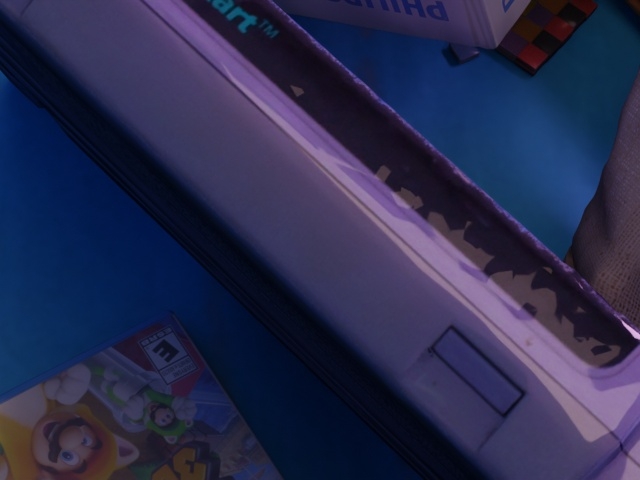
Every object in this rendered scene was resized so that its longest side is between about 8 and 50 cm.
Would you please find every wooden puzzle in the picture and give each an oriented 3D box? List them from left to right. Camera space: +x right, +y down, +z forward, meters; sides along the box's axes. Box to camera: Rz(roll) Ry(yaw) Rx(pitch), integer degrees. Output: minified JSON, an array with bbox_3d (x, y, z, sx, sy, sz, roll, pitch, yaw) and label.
[{"bbox_3d":[0.086,-0.101,0.749,0.049,0.006,0.083,37,63,13],"label":"wooden puzzle"}]

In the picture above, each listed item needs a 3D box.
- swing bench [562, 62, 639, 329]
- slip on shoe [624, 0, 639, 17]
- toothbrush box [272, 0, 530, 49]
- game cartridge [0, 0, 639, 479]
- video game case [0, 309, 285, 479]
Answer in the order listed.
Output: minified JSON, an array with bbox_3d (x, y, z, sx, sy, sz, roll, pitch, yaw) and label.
[{"bbox_3d":[0.213,-0.047,0.540,0.254,0.253,0.165,28,19,27],"label":"swing bench"},{"bbox_3d":[0.132,-0.131,0.747,0.041,0.051,0.135,-29,75,-36],"label":"slip on shoe"},{"bbox_3d":[0.038,-0.225,0.705,0.206,0.122,0.283,16,57,34],"label":"toothbrush box"},{"bbox_3d":[0.000,0.000,0.554,0.068,0.230,0.355,-44,74,-10],"label":"game cartridge"},{"bbox_3d":[-0.060,0.116,0.604,0.119,0.015,0.166,-27,68,-21],"label":"video game case"}]
